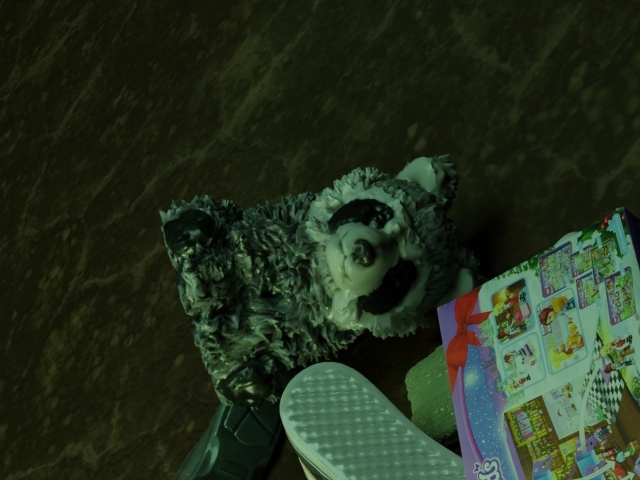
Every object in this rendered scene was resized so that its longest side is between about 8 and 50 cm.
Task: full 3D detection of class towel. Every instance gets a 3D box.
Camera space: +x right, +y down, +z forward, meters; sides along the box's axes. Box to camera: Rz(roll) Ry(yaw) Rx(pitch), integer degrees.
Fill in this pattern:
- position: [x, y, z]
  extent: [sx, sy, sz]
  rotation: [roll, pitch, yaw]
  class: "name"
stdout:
- position: [0.142, 0.135, 1.603]
  extent: [0.148, 0.027, 0.110]
  rotation: [-36, 38, 28]
  class: "towel"

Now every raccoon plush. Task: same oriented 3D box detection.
- position: [0.000, 0.000, 1.790]
  extent: [0.299, 0.216, 0.446]
  rotation: [-19, 17, -1]
  class: "raccoon plush"

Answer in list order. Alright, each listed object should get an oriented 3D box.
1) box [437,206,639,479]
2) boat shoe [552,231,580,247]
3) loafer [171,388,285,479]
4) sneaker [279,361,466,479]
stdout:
- position: [0.208, 0.142, 1.374]
  extent: [0.201, 0.057, 0.293]
  rotation: [-30, 49, 29]
  class: "box"
- position: [0.217, 0.102, 1.487]
  extent: [0.076, 0.080, 0.228]
  rotation: [10, 69, 44]
  class: "boat shoe"
- position: [-0.117, 0.269, 1.800]
  extent: [0.267, 0.096, 0.084]
  rotation: [-61, 11, -20]
  class: "loafer"
- position: [0.091, 0.246, 1.500]
  extent: [0.126, 0.127, 0.321]
  rotation: [-35, 56, -9]
  class: "sneaker"
